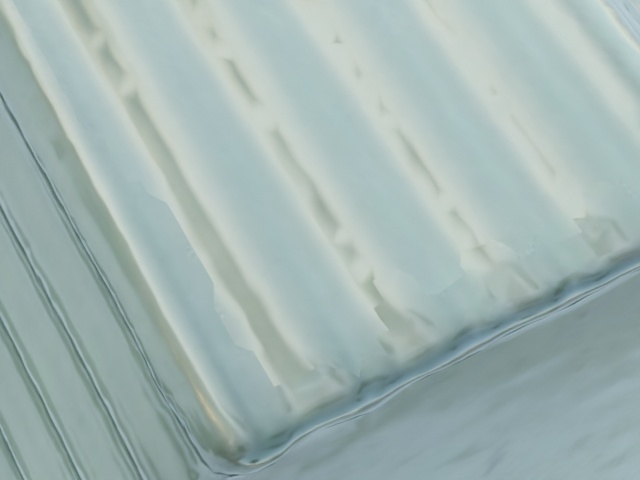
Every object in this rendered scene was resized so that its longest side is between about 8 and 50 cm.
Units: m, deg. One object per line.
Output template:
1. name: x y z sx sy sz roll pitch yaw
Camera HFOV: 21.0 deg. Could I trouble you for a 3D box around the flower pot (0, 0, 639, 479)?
1. flower pot: 0.000 0.000 0.460 0.239 0.209 0.190 27 27 -56
